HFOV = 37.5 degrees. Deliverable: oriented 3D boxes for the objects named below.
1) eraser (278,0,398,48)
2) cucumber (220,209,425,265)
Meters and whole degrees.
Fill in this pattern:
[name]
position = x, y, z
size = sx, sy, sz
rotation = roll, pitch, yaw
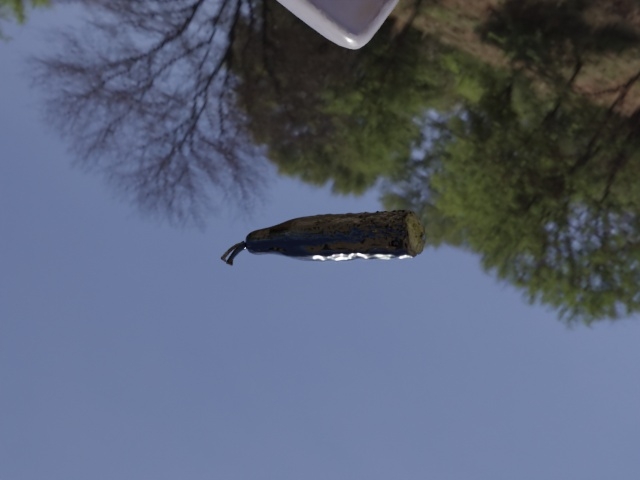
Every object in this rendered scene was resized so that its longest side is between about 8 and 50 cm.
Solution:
[eraser]
position = -0.026, -0.224, 0.372
size = 0.243, 0.204, 0.059
rotation = 30, 179, -20
[cucumber]
position = 0.000, 0.000, 0.728
size = 0.163, 0.043, 0.039
rotation = -1, 154, 29
